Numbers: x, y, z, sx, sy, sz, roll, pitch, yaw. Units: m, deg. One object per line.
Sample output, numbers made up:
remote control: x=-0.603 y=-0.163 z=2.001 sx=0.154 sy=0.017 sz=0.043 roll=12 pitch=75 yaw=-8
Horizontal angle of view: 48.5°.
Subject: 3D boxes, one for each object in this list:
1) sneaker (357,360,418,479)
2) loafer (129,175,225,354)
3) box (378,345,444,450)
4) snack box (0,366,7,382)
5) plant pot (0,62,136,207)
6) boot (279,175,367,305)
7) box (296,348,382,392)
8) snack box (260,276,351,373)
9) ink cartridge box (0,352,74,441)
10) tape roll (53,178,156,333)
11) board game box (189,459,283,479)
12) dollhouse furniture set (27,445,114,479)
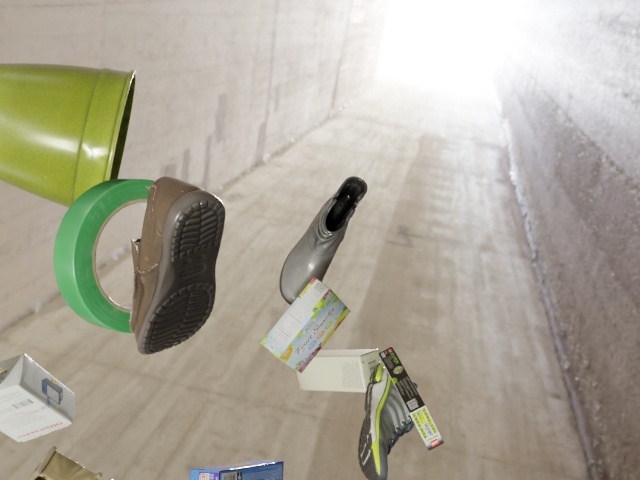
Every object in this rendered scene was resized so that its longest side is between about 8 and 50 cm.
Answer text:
sneaker: x=0.157 y=0.398 z=1.563 sx=0.300 sy=0.121 sz=0.111 roll=-75 pitch=0 yaw=-48
loafer: x=-0.251 y=0.042 z=1.199 sx=0.133 sy=0.130 sz=0.366 roll=-12 pitch=-43 yaw=-41
box: x=0.184 y=0.321 z=1.467 sx=0.114 sy=0.036 sz=0.207 roll=63 pitch=180 yaw=-29
snack box: x=-0.752 y=0.264 z=1.504 sx=0.037 sy=0.141 sz=0.100 roll=-63 pitch=0 yaw=-3
plant pot: x=-0.642 y=-0.256 z=1.650 sx=0.366 sy=0.352 sz=0.367 roll=-169 pitch=90 yaw=-77
boot: x=0.000 y=0.000 z=1.820 sx=0.223 sy=0.118 sz=0.338 roll=128 pitch=165 yaw=-73
box: x=0.053 y=0.384 z=2.106 sx=0.094 sy=0.275 sz=0.113 roll=-11 pitch=-88 yaw=-45
snack box: x=-0.033 y=0.212 z=1.757 sx=0.207 sy=0.070 sz=0.174 roll=-51 pitch=-28 yaw=-8
ink cartridge box: x=-0.697 y=0.371 z=1.654 sx=0.212 sy=0.154 sz=0.093 roll=62 pitch=-169 yaw=-46
tape roll: x=-0.395 y=0.031 z=1.492 sx=0.321 sy=0.077 sz=0.322 roll=-7 pitch=-81 yaw=-51
board game box: x=-0.105 y=0.390 z=0.893 sx=0.160 sy=0.047 sz=0.210 roll=25 pitch=-118 yaw=-61
dollhouse furniture set: x=-0.487 y=0.518 z=1.359 sx=0.101 sy=0.182 sz=0.161 roll=-41 pitch=18 yaw=49
